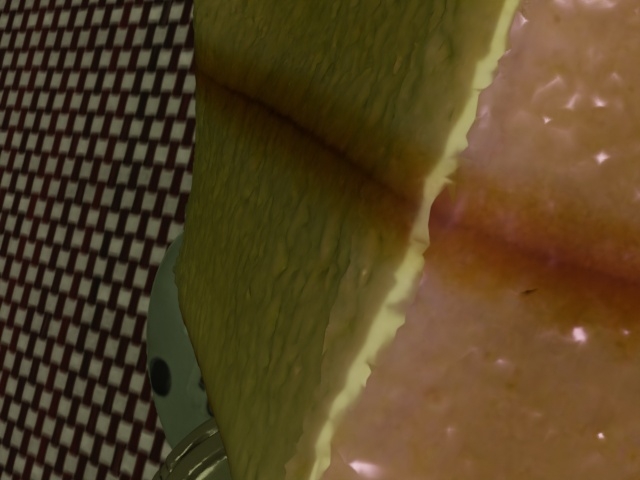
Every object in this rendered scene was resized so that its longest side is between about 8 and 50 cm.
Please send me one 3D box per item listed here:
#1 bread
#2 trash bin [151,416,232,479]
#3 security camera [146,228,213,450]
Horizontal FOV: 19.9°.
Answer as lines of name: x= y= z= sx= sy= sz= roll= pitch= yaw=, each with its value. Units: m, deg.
bread: x=0.077 y=-0.010 z=0.696 sx=0.361 sy=0.245 sz=0.233 roll=-133 pitch=61 yaw=-72
trash bin: x=-0.013 y=0.230 z=0.768 sx=0.243 sy=0.121 sz=0.247 roll=-60 pitch=36 yaw=21
security camera: x=0.000 y=0.000 z=0.891 sx=0.157 sy=0.080 sz=0.301 roll=46 pitch=126 yaw=38
